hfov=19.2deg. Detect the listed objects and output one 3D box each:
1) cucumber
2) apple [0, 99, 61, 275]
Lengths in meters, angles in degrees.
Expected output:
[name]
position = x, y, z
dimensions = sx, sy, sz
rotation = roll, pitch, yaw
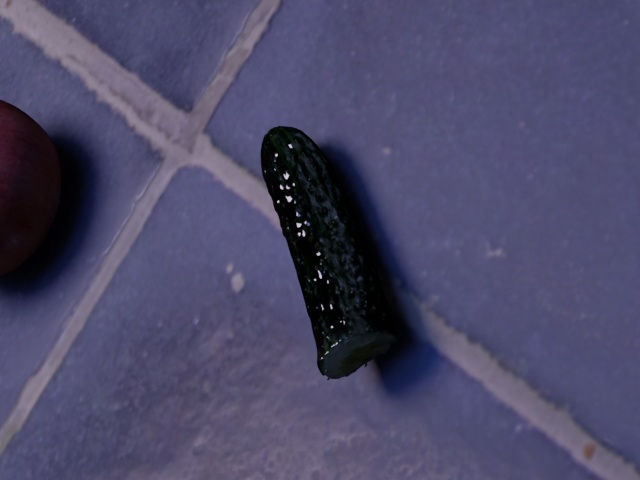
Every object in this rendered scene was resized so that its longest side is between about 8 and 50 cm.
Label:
[cucumber]
position = 0.000, 0.000, 1.298
dimensions = 0.052, 0.058, 0.215
rotation = 108, 152, -44
[apple]
position = -0.278, -0.040, 1.525
dimensions = 0.153, 0.120, 0.153
rotation = -20, 54, 31
